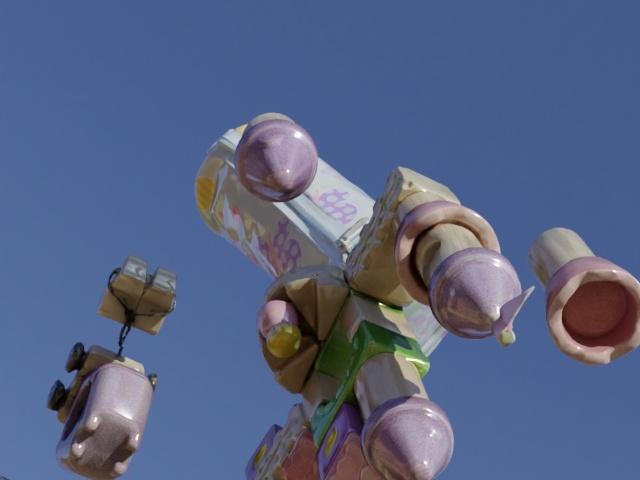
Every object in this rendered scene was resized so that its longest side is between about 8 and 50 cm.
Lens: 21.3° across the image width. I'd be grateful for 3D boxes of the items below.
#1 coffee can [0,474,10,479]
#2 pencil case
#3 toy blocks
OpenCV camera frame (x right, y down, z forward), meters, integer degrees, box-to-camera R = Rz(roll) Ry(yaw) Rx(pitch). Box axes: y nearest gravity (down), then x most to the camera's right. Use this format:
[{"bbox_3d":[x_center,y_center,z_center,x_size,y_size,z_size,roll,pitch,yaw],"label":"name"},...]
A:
[{"bbox_3d":[-0.226,0.099,0.475,0.275,0.201,0.202,27,-46,18],"label":"coffee can"},{"bbox_3d":[0.000,0.000,1.377,0.124,0.273,0.113,32,-84,-38],"label":"pencil case"},{"bbox_3d":[0.018,0.100,1.050,0.309,0.260,0.289,24,-75,-13],"label":"toy blocks"}]
